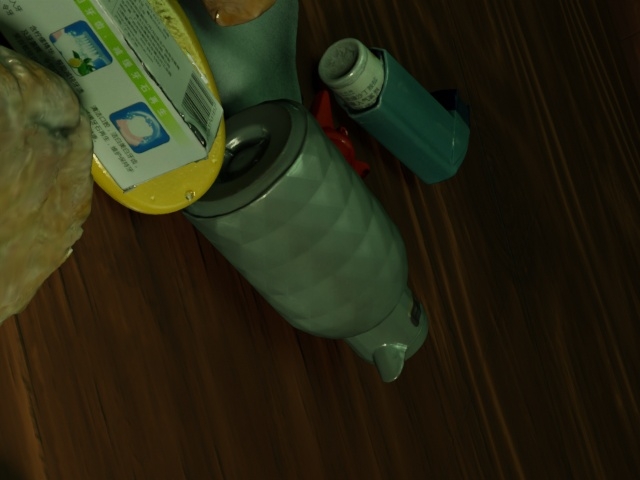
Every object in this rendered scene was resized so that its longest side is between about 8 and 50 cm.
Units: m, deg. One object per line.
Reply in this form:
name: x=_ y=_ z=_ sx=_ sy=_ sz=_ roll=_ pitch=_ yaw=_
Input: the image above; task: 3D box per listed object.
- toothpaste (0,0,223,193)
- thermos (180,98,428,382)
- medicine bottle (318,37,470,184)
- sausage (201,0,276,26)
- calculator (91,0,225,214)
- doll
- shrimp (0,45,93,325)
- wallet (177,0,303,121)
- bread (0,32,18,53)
toothpaste: x=-0.186 y=-0.183 z=0.905 sx=0.336 sy=0.081 sz=0.067 roll=56 pitch=27 yaw=-30
thermos: x=0.000 y=0.000 z=1.300 sx=0.286 sy=0.145 sz=0.182 roll=49 pitch=25 yaw=-37
medicine bottle: x=0.092 y=-0.161 z=1.635 sx=0.258 sy=0.079 sz=0.124 roll=34 pitch=47 yaw=-47
sausage: x=-0.148 y=-0.437 z=1.274 sx=0.501 sy=0.136 sz=0.123 roll=63 pitch=10 yaw=5
calculator: x=-0.158 y=-0.133 z=1.143 sx=0.146 sy=0.032 sz=0.235 roll=-35 pitch=111 yaw=-27
doll: x=0.002 y=-0.075 z=1.436 sx=0.109 sy=0.057 sz=0.169 roll=59 pitch=28 yaw=-22
shrimp: x=-0.298 y=-0.002 z=0.775 sx=0.446 sy=0.110 sz=0.221 roll=-12 pitch=124 yaw=-53
wallet: x=-0.113 y=-0.253 z=1.355 sx=0.251 sy=0.054 sz=0.290 roll=32 pitch=45 yaw=-46
bread: x=-0.246 y=-0.146 z=0.986 sx=0.192 sy=0.110 sz=0.210 roll=27 pitch=49 yaw=-56
